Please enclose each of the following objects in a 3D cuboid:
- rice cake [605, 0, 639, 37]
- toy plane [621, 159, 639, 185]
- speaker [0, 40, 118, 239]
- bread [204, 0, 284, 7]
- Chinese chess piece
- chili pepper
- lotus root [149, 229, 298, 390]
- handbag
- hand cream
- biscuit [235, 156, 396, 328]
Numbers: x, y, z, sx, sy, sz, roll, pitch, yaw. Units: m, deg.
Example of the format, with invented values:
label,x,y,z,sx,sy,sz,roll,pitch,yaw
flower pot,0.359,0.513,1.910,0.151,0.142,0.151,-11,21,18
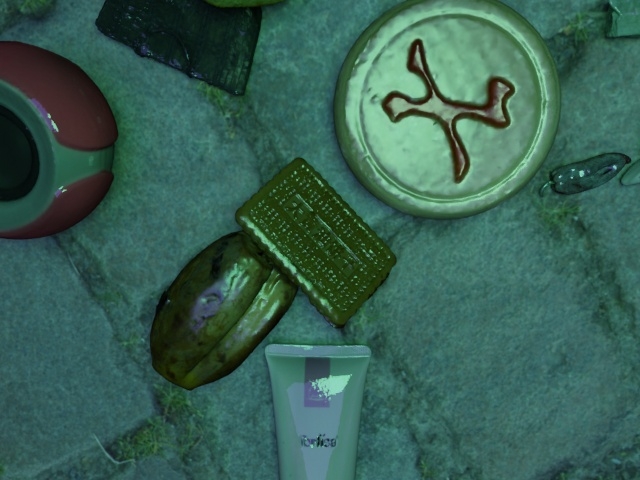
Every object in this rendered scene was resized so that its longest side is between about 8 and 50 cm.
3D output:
label,x,y,z,sx,sy,sz,roll,pitch,yaw
rice cake,0.530,-0.338,0.908,0.206,0.063,0.069,-2,105,6
toy plane,0.552,-0.136,0.942,0.171,0.065,0.162,-36,106,5
speaker,-0.458,-0.142,0.923,0.293,0.294,0.295,1,100,5
bread,-0.101,-0.440,0.869,0.257,0.124,0.186,-39,73,-24
Chinese chess piece,0.188,-0.200,0.922,0.337,0.140,0.339,1,100,5
chili pepper,0.427,-0.106,0.968,0.153,0.041,0.050,-15,140,7
lotus root,-0.170,0.120,0.988,0.193,0.193,0.291,41,101,-3
handbag,-0.217,-0.357,0.966,0.270,0.089,0.175,26,109,0
hand cream,-0.005,0.359,1.052,0.185,0.118,0.359,0,93,4
biscuit,0.000,0.000,0.977,0.254,0.029,0.172,47,60,-5
